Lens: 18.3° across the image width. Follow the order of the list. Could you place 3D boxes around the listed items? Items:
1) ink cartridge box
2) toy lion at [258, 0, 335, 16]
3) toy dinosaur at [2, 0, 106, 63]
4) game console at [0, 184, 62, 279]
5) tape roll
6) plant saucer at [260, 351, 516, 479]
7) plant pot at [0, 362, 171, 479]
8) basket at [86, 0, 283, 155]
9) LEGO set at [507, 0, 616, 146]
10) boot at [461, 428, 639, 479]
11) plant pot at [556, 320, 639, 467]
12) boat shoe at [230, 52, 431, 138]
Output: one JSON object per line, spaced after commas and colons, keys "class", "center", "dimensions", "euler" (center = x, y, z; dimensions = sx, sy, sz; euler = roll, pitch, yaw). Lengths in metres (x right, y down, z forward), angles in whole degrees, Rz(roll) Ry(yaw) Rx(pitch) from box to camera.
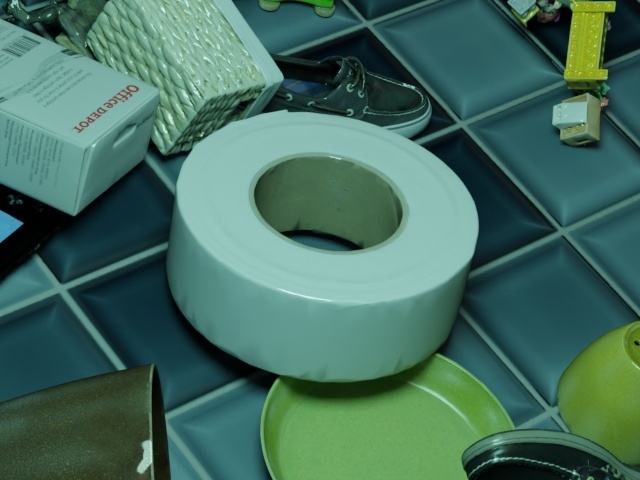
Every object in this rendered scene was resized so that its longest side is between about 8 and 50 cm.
{"class": "ink cartridge box", "center": [-0.276, -0.121, 1.879], "dimensions": [0.203, 0.086, 0.148], "euler": [25, 34, 13]}
{"class": "toy lion", "center": [-0.020, -0.288, 2.174], "dimensions": [0.100, 0.034, 0.096], "euler": [4, 41, -13]}
{"class": "toy dinosaur", "center": [-0.259, -0.198, 2.002], "dimensions": [0.118, 0.064, 0.268], "euler": [4, 51, -22]}
{"class": "game console", "center": [-0.384, 0.040, 1.760], "dimensions": [0.213, 0.044, 0.361], "euler": [34, 48, 14]}
{"class": "tape roll", "center": [0.000, 0.000, 1.843], "dimensions": [0.286, 0.100, 0.286], "euler": [6, 39, -5]}
{"class": "plant saucer", "center": [0.061, 0.192, 1.763], "dimensions": [0.241, 0.037, 0.241], "euler": [9, 48, -10]}
{"class": "plant pot", "center": [-0.236, 0.212, 1.562], "dimensions": [0.230, 0.215, 0.215], "euler": [-4, 49, -1]}
{"class": "basket", "center": [-0.137, -0.180, 1.956], "dimensions": [0.103, 0.113, 0.167], "euler": [-23, 72, -43]}
{"class": "LEGO set", "center": [0.268, -0.222, 2.180], "dimensions": [0.132, 0.107, 0.287], "euler": [-31, 62, 4]}
{"class": "boot", "center": [0.229, 0.267, 1.685], "dimensions": [0.236, 0.085, 0.179], "euler": [22, 45, -26]}
{"class": "plant pot", "center": [0.298, 0.130, 1.850], "dimensions": [0.134, 0.095, 0.134], "euler": [8, 48, -10]}
{"class": "boat shoe", "center": [0.009, -0.157, 2.032], "dimensions": [0.228, 0.076, 0.080], "euler": [8, 48, -10]}
